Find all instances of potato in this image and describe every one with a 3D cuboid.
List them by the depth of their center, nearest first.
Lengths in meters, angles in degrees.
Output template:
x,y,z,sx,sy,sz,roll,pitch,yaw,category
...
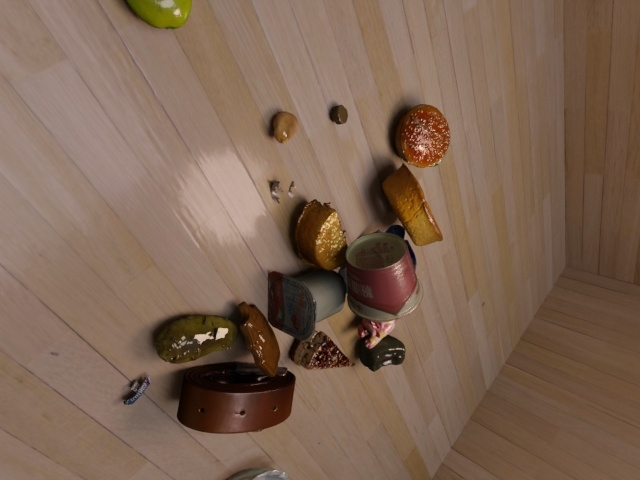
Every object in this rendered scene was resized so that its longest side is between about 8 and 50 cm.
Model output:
x,y,z,sx,sy,sz,roll,pitch,yaw,category
-0.313,0.250,1.088,0.226,0.090,0.117,-3,106,-42,potato
-0.096,-0.302,1.130,0.068,0.062,0.083,20,58,-19,potato

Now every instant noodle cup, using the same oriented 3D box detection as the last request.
x,y,z,sx,sy,sz,roll,pitch,yaw,category
0.176,0.097,1.249,0.235,0.235,0.178,-38,129,-29,instant noodle cup

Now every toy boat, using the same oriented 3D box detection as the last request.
x,y,z,sx,sy,sz,roll,pitch,yaw,category
-0.451,0.365,1.036,0.083,0.038,0.038,-51,133,-18,toy boat
-0.239,0.816,1.346,0.291,0.100,0.199,5,100,-46,toy boat

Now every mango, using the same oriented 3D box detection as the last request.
x,y,z,sx,sy,sz,roll,pitch,yaw,category
-0.332,-0.494,0.827,0.163,0.089,0.117,39,84,-32,mango

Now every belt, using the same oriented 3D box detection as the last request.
x,y,z,sx,sy,sz,roll,pitch,yaw,category
-0.216,0.424,1.155,0.339,0.217,0.122,10,91,-42,belt

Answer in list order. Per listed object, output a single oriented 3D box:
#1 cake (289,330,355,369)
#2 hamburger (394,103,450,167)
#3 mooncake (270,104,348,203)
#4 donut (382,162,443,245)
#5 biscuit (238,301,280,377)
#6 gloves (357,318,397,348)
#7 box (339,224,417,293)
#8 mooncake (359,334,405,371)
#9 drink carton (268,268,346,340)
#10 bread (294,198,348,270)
x,y,z,sx,sy,sz,roll,pitch,yaw,category
0.003,0.403,1.434,0.135,0.112,0.246,-51,136,-15,cake
0.360,-0.366,1.488,0.237,0.148,0.236,-13,109,-39,hamburger
-0.019,-0.256,1.224,0.347,0.057,0.150,-40,115,-24,mooncake
0.311,-0.113,1.461,0.110,0.302,0.302,-27,130,9,donut
-0.170,0.265,1.189,0.034,0.182,0.215,-23,104,8,biscuit
0.209,0.305,1.594,0.241,0.126,0.145,-9,135,-45,gloves
0.237,0.113,1.498,0.291,0.263,0.206,-66,149,-18,box
0.239,0.435,1.630,0.168,0.175,0.104,-67,159,-77,mooncake
-0.031,0.182,1.280,0.190,0.191,0.185,-10,109,-49,drink carton
0.000,0.000,1.266,0.139,0.143,0.228,-41,129,-26,bread
